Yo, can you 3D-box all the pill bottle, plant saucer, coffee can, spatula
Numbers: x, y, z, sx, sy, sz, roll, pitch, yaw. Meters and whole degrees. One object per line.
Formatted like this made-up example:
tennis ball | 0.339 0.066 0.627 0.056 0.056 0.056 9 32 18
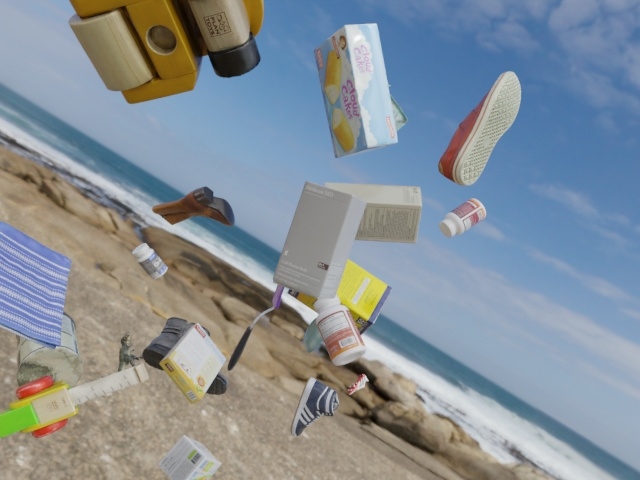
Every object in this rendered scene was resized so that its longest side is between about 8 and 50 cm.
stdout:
pill bottle | 0.488 -0.075 1.706 0.086 0.152 0.086 53 -16 22
pill bottle | 0.058 0.294 1.645 0.121 0.121 0.216 37 25 -60
pill bottle | -0.686 0.083 1.985 0.078 0.078 0.137 26 -28 58
plant saucer | -0.026 0.399 2.176 0.037 0.195 0.195 31 -3 -15
coffee can | -0.983 0.400 1.789 0.201 0.202 0.275 34 2 -37
spatula | -0.163 0.212 1.288 0.030 0.296 0.084 34 0 -16

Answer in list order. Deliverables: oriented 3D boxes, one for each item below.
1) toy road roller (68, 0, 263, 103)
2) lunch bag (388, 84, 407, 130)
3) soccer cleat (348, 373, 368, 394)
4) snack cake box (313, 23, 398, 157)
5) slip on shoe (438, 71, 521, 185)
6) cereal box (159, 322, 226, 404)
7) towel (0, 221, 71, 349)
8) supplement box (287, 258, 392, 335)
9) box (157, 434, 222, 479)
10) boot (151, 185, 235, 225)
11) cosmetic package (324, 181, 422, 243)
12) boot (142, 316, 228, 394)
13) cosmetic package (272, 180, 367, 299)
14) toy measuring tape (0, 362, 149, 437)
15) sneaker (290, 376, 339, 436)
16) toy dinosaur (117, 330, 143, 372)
toy road roller | -0.269 -0.423 0.932 0.241 0.329 0.203 -95 170 -46
lunch bag | 0.154 -0.497 1.748 0.262 0.160 0.223 42 3 -45
soccer cleat | 0.116 0.444 1.509 0.036 0.083 0.029 52 -38 -6
snack cake box | 0.079 -0.335 1.135 0.089 0.265 0.152 -14 5 -25
slip on shoe | 0.407 -0.292 1.264 0.123 0.331 0.101 36 -7 -39
cereal box | -0.416 0.400 1.638 0.173 0.047 0.240 55 17 -9
towel | -0.786 0.112 1.327 0.243 0.040 0.336 47 14 -43
supplement box | 0.075 0.207 2.029 0.356 0.195 0.194 33 -35 4
box | -0.408 0.708 1.566 0.103 0.114 0.203 34 -20 21
boot | -0.548 -0.107 2.168 0.280 0.096 0.264 -19 -30 21
cosmetic package | 0.161 -0.089 1.591 0.309 0.113 0.160 5 -50 4
boot | -0.460 0.412 1.837 0.338 0.118 0.223 29 31 0
cosmetic package | 0.000 0.000 1.100 0.127 0.238 0.107 17 3 25
toy measuring tape | -0.512 0.318 1.024 0.121 0.330 0.121 160 -90 -84
sneaker | -0.020 0.710 2.026 0.153 0.282 0.099 21 18 11
toy dinosaur | -0.890 0.555 2.306 0.118 0.064 0.268 14 41 -20
